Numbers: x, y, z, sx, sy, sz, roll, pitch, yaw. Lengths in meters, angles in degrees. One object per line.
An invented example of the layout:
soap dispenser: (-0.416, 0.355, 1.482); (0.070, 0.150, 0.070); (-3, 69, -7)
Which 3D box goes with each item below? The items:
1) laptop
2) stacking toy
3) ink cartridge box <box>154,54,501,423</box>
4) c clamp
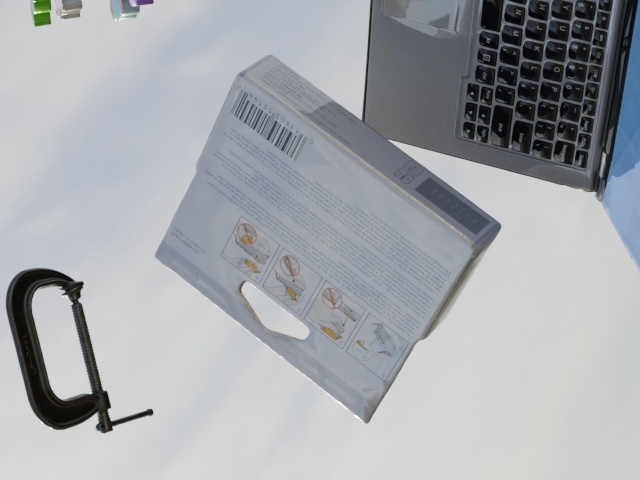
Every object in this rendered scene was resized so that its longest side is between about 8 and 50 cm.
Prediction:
laptop: (0.201, -0.151, 1.792); (0.236, 0.407, 0.382); (-57, -23, -48)
stacking toy: (-0.169, -0.225, 1.773); (0.221, 0.167, 0.052); (174, 87, -74)
ink cartridge box: (0.000, 0.000, 1.974); (0.066, 0.296, 0.261); (-39, -18, -50)
c clamp: (-0.214, 0.096, 1.677); (0.137, 0.022, 0.161); (-23, -82, -53)
